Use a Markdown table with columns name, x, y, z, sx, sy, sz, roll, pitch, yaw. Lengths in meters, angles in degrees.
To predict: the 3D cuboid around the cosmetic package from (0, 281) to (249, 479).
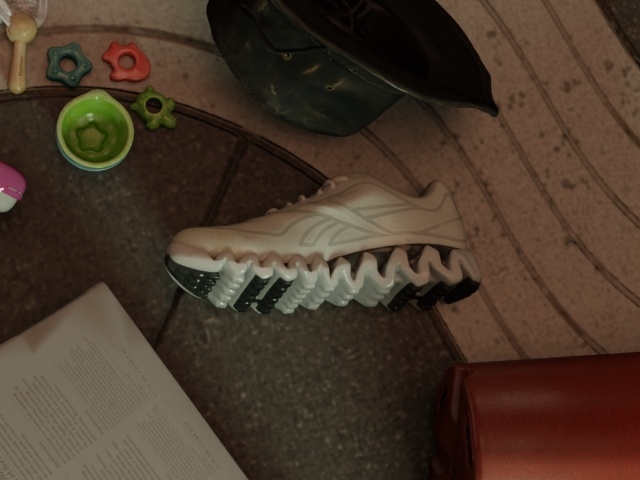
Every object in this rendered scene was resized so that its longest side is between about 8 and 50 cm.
| name | x | y | z | sx | sy | sz | roll | pitch | yaw |
| --- | --- | --- | --- | --- | --- | --- | --- | --- | --- |
| cosmetic package | -0.171 | 0.255 | 1.111 | 0.377 | 0.097 | 0.284 | 54 | 38 | 0 |

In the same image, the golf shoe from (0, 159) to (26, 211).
| name | x | y | z | sx | sy | sz | roll | pitch | yaw |
| --- | --- | --- | --- | --- | --- | --- | --- | --- | --- |
| golf shoe | -0.400 | -0.053 | 1.175 | 0.306 | 0.115 | 0.140 | 15 | 83 | -4 |

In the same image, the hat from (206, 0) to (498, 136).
| name | x | y | z | sx | sy | sz | roll | pitch | yaw |
| --- | --- | --- | --- | --- | --- | --- | --- | --- | --- |
| hat | -0.002 | -0.175 | 1.266 | 0.331 | 0.331 | 0.134 | 37 | 111 | -6 |

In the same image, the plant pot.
| name | x | y | z | sx | sy | sz | roll | pitch | yaw |
| --- | --- | --- | --- | --- | --- | --- | --- | --- | --- |
| plant pot | 0.238 | 0.208 | 1.224 | 0.265 | 0.272 | 0.272 | 2 | 79 | -6 |

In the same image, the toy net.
| name | x | y | z | sx | sy | sz | roll | pitch | yaw |
| --- | --- | --- | --- | --- | --- | --- | --- | --- | --- |
| toy net | -0.231 | -0.173 | 1.268 | 0.122 | 0.045 | 0.232 | -38 | 91 | -18 |

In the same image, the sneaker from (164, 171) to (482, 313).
| name | x | y | z | sx | sy | sz | roll | pitch | yaw |
| --- | --- | --- | --- | --- | --- | --- | --- | --- | --- |
| sneaker | 0.000 | 0.000 | 1.274 | 0.292 | 0.110 | 0.118 | 1 | 72 | -23 |
